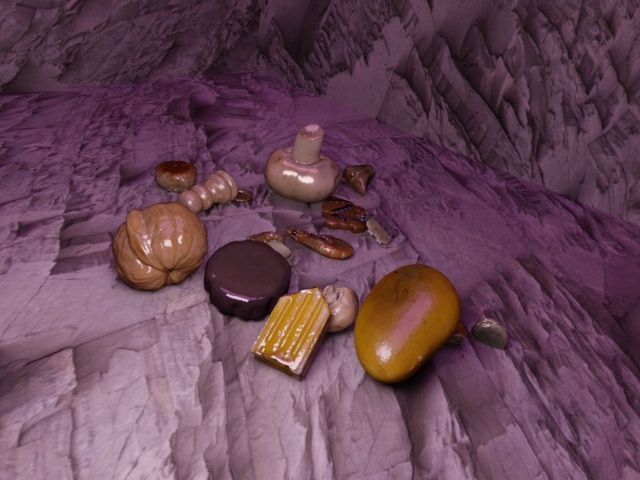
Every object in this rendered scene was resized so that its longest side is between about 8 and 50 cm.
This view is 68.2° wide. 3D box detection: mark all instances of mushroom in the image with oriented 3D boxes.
[{"bbox_3d":[0.042,0.212,1.494,0.127,0.166,0.166,52,29,-14],"label":"mushroom"},{"bbox_3d":[-0.089,-0.325,2.189,0.353,0.353,0.325,35,69,32],"label":"mushroom"}]

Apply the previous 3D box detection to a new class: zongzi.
[{"bbox_3d":[0.233,-0.314,2.461,0.194,0.099,0.197,-14,51,-36],"label":"zongzi"}]

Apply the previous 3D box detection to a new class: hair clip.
[{"bbox_3d":[0.249,-0.059,2.060,0.187,0.056,0.146,38,45,4],"label":"hair clip"}]

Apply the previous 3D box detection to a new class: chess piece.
[{"bbox_3d":[-0.484,-0.189,1.974,0.142,0.143,0.261,29,42,24],"label":"chess piece"}]

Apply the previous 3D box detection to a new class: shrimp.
[{"bbox_3d":[0.000,0.000,1.902,0.287,0.063,0.152,22,30,9],"label":"shrimp"}]

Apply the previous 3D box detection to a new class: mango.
[{"bbox_3d":[0.261,0.254,1.439,0.301,0.221,0.445,7,41,25],"label":"mango"}]

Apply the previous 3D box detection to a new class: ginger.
[{"bbox_3d":[-0.224,-0.004,1.839,0.173,0.051,0.069,-21,49,-40],"label":"ginger"}]

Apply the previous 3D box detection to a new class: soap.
[{"bbox_3d":[-0.069,0.249,1.363,0.160,0.080,0.257,21,60,17],"label":"soap"}]

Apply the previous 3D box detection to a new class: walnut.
[{"bbox_3d":[-0.511,0.013,1.512,0.296,0.285,0.285,-32,41,0],"label":"walnut"}]

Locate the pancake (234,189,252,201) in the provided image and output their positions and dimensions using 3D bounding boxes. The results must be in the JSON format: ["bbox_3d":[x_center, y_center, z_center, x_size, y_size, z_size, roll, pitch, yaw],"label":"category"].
[{"bbox_3d":[-0.364,-0.204,2.142,0.114,0.011,0.115,10,30,-6],"label":"pancake"}]

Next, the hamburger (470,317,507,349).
[{"bbox_3d":[0.579,0.309,1.604,0.121,0.084,0.054,19,34,13],"label":"hamburger"}]

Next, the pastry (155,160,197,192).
[{"bbox_3d":[-0.644,-0.293,2.102,0.182,0.093,0.192,3,33,-11],"label":"pastry"}]

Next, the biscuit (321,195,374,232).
[{"bbox_3d":[0.105,-0.130,2.163,0.278,0.043,0.301,-8,37,-30],"label":"biscuit"}]

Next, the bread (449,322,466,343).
[{"bbox_3d":[0.412,0.281,1.592,0.119,0.084,0.177,0,30,-20],"label":"bread"}]

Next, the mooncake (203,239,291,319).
[{"bbox_3d":[-0.238,0.132,1.533,0.283,0.141,0.283,9,41,-8],"label":"mooncake"}]

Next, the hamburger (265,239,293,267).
[{"bbox_3d":[-0.167,0.058,1.750,0.133,0.062,0.140,-11,37,-35],"label":"hamburger"}]
